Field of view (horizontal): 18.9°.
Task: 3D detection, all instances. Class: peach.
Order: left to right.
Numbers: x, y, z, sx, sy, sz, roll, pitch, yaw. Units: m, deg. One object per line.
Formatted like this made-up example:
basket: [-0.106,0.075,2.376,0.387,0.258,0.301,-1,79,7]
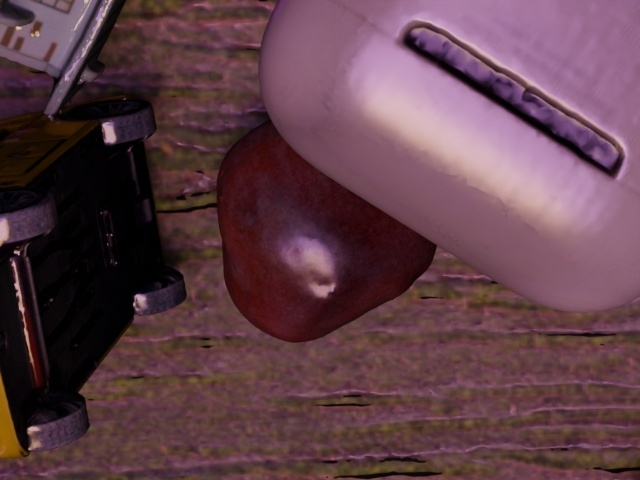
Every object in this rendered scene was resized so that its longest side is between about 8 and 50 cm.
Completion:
peach: [0.000,0.000,1.235,0.152,0.152,0.152,2,107,6]

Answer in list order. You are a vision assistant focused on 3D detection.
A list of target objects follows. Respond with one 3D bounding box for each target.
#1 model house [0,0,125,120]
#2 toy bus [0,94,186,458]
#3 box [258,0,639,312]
model house: [-0.195,-0.219,1.155,0.215,0.198,0.224,19,110,-25]
toy bus: [-0.189,0.015,1.166,0.151,0.331,0.145,-3,106,12]
box: [0.150,-0.153,1.145,0.289,0.141,0.349,32,93,-5]
